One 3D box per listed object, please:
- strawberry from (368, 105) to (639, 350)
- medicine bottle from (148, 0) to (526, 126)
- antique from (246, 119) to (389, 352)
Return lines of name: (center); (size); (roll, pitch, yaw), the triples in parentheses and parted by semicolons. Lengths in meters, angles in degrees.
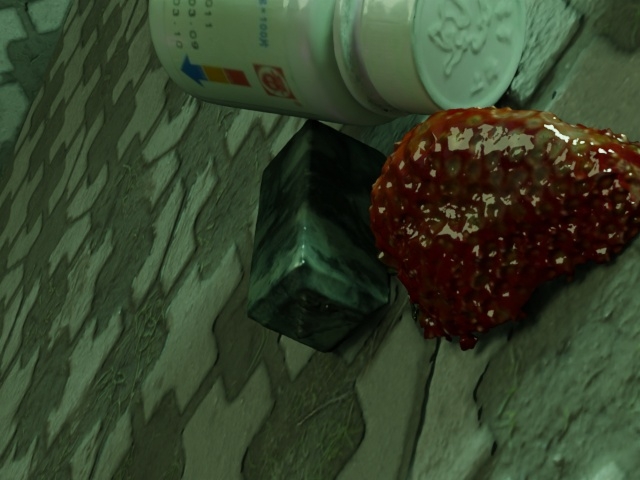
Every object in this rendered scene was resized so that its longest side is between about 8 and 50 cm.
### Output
strawberry: (0.101, -0.032, 0.868); (0.236, 0.107, 0.175); (-45, 29, 37)
medicine bottle: (0.008, -0.180, 1.053); (0.293, 0.170, 0.170); (15, 78, 43)
antique: (0.000, 0.000, 1.080); (0.086, 0.088, 0.183); (-45, 28, 40)
